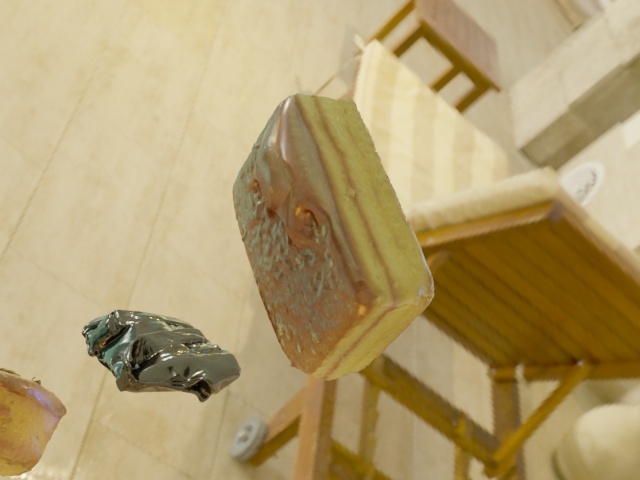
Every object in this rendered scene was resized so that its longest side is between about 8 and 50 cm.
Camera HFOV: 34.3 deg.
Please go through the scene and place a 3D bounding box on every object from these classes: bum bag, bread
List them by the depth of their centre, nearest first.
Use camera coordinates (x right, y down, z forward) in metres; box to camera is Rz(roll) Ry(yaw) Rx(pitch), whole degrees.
[{"bbox_3d":[0.000,0.000,1.021,0.110,0.184,0.234,-8,63,-32],"label":"bread"},{"bbox_3d":[-0.219,0.135,1.315,0.142,0.326,0.080,-5,100,-28],"label":"bum bag"},{"bbox_3d":[-0.529,0.274,1.601,0.268,0.268,0.146,28,60,-32],"label":"bread"}]
